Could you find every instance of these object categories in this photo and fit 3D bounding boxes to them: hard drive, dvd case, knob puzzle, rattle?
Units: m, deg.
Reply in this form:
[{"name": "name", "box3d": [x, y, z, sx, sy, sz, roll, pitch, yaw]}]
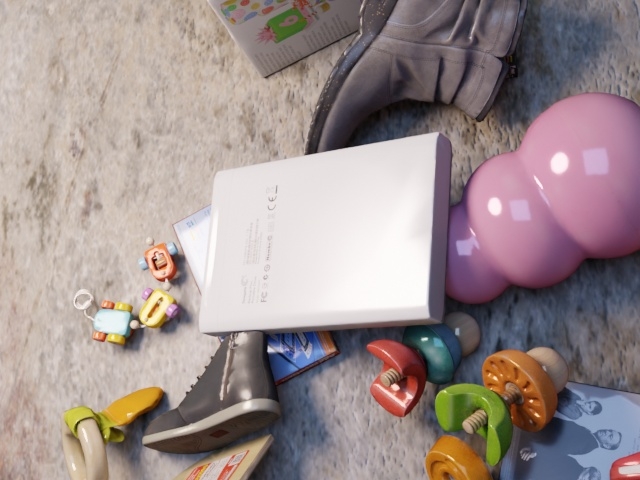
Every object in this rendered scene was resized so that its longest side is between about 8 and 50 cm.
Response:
[{"name": "hard drive", "box3d": [0.000, 0.000, 1.331, 0.353, 0.047, 0.233, -7, 70, 35]}, {"name": "dvd case", "box3d": [0.342, 0.268, 1.249, 0.238, 0.029, 0.179, 9, 75, 17]}, {"name": "knob puzzle", "box3d": [-0.160, 0.331, 1.312, 0.213, 0.213, 0.030, -32, 102, 4]}, {"name": "rattle", "box3d": [-0.278, 0.316, 1.409, 0.130, 0.142, 0.200, -21, 82, 42]}]

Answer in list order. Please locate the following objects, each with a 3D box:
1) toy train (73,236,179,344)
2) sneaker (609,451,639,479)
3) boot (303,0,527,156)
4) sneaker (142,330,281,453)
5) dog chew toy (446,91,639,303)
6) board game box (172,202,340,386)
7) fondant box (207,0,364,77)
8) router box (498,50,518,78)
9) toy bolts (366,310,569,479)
[{"name": "toy train", "box3d": [-0.260, 0.079, 1.473, 0.166, 0.046, 0.125, -31, 66, 1]}, {"name": "sneaker", "box3d": [0.438, 0.219, 1.193, 0.221, 0.087, 0.128, -9, 56, 10]}, {"name": "boot", "box3d": [0.126, -0.206, 1.393, 0.222, 0.118, 0.338, 24, 115, -4]}, {"name": "sneaker", "box3d": [-0.145, 0.205, 1.371, 0.222, 0.083, 0.118, -24, 55, 28]}, {"name": "dog chew toy", "box3d": [0.270, -0.037, 1.283, 0.331, 0.206, 0.207, -32, 67, 13]}, {"name": "board game box", "box3d": [-0.093, 0.065, 1.438, 0.145, 0.027, 0.281, -28, 68, 8]}, {"name": "fondant box", "box3d": [0.012, -0.382, 1.436, 0.330, 0.238, 0.096, -27, 68, 6]}, {"name": "router box", "box3d": [0.227, -0.284, 1.453, 0.092, 0.038, 0.123, -5, 72, 15]}, {"name": "toy bolts", "box3d": [0.185, 0.191, 1.276, 0.158, 0.218, 0.228, -29, 48, -29]}]
